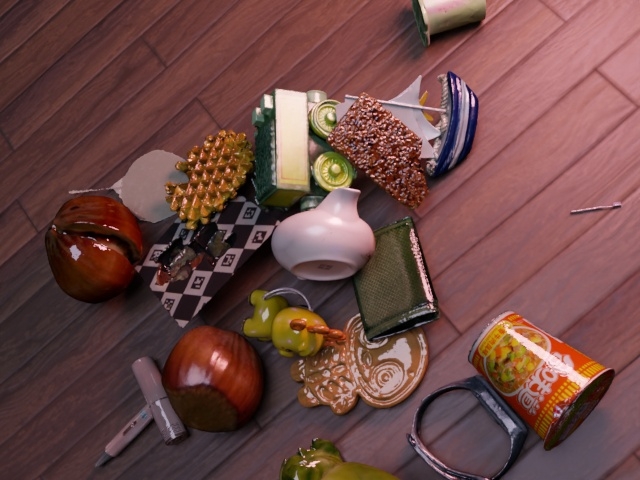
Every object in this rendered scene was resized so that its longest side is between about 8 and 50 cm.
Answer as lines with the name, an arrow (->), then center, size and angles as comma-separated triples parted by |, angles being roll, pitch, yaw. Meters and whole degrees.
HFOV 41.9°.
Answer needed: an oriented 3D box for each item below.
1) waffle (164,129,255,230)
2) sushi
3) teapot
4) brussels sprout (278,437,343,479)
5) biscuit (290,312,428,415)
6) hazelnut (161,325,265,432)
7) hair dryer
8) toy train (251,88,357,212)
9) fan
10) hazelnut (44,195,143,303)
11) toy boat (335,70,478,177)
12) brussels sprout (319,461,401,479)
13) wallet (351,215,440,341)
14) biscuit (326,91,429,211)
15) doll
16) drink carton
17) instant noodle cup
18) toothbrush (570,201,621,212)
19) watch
waffle -> -0.242, -0.143, 1.846 | 0.232, 0.051, 0.228 | -39, 42, 6
sushi -> -0.236, 0.026, 1.790 | 0.292, 0.059, 0.294 | -49, 41, -2
teapot -> 0.000, 0.000, 1.664 | 0.298, 0.205, 0.139 | -32, 55, 55
brussels sprout -> -0.012, 0.482, 1.614 | 0.139, 0.100, 0.180 | 2, 63, -2
biscuit -> 0.077, 0.247, 1.680 | 0.289, 0.044, 0.201 | -16, 70, 10
hazelnut -> -0.220, 0.285, 1.698 | 0.210, 0.210, 0.186 | 44, 114, 23
hair dryer -> -0.410, 0.386, 1.794 | 0.220, 0.054, 0.195 | -35, 66, 13
toy train -> -0.041, -0.185, 1.743 | 0.188, 0.159, 0.271 | 4, 76, -21
fan -> -0.452, -0.124, 1.967 | 0.311, 0.010, 0.182 | -2, 73, 14
hazelnut -> -0.502, 0.012, 1.834 | 0.217, 0.217, 0.251 | -9, 50, 15
toy boat -> 0.175, -0.247, 1.708 | 0.291, 0.067, 0.220 | 6, 95, -10
brussels sprout -> 0.109, 0.548, 1.394 | 0.315, 0.371, 0.275 | 25, 64, 29
wallet -> 0.143, 0.077, 1.684 | 0.160, 0.055, 0.236 | -22, 53, 14
biscuit -> 0.137, -0.177, 1.682 | 0.237, 0.026, 0.131 | 39, 92, -6
doll -> -0.052, 0.169, 1.677 | 0.221, 0.143, 0.135 | 5, 74, 44
drink carton -> 0.274, -0.510, 1.791 | 0.143, 0.144, 0.146 | -16, 71, 3
instant noodle cup -> 0.387, 0.240, 1.516 | 0.193, 0.193, 0.212 | -49, 59, -1
toothbrush -> 0.540, -0.064, 1.640 | 0.097, 0.006, 0.008 | -10, 71, 15
watch -> 0.276, 0.367, 1.568 | 0.193, 0.068, 0.206 | -42, 63, 6
